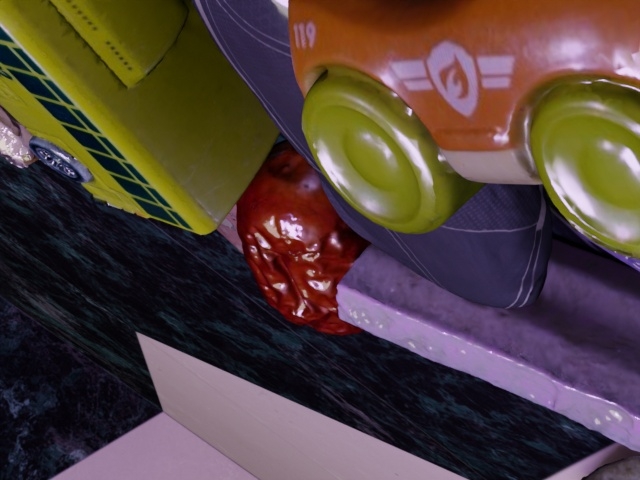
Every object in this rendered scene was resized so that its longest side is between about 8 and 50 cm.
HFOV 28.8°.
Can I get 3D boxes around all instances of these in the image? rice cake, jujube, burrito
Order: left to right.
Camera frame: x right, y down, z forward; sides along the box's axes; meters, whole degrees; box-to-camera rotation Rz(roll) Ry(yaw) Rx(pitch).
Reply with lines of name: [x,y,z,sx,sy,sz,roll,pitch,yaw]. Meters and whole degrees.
burrito: [-0.361,-0.140,1.273,0.045,0.041,0.185,-35,118,26]
jujube: [0.000,0.000,0.890,0.176,0.112,0.109,68,-178,-56]
rice cake: [0.156,0.055,0.769,0.298,0.106,0.050,23,150,30]

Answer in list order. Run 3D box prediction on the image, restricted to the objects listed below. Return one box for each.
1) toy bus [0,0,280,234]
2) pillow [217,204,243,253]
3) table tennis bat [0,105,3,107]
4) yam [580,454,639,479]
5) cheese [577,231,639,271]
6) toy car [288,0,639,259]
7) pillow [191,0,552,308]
toy bus: [-0.138,-0.126,0.757,0.150,0.128,0.262,19,160,37]
pillow: [-0.134,-0.088,0.992,0.248,0.049,0.135,38,162,-1]
table tennis bat: [-0.349,-0.172,1.202,0.158,0.014,0.095,35,165,-15]
yam: [0.274,0.289,1.118,0.161,0.161,0.268,29,163,13]
cheese: [0.200,-0.005,0.629,0.105,0.042,0.191,34,165,3]
toy car: [0.066,-0.123,0.421,0.235,0.145,0.235,35,151,23]
pillow: [0.022,-0.080,0.656,0.161,0.092,0.335,22,159,44]
